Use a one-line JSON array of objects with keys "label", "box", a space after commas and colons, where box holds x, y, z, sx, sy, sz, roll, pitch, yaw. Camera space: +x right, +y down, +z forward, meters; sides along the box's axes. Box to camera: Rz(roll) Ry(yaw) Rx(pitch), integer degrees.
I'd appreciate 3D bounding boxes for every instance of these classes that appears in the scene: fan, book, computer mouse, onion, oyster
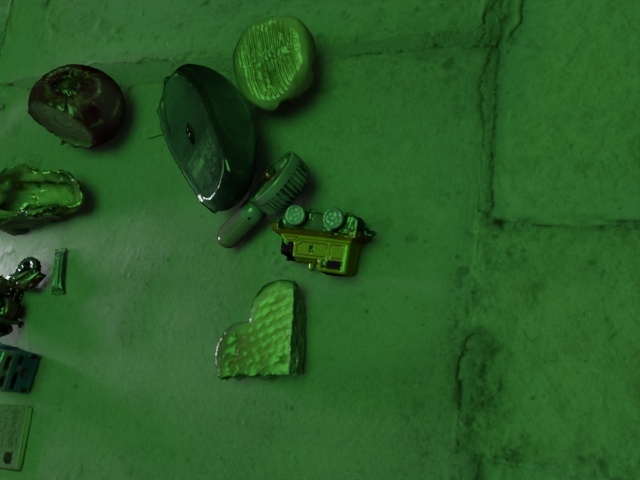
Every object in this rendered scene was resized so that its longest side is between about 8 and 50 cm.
[{"label": "fan", "box": [-0.121, -0.076, 1.271, 0.244, 0.074, 0.130, -43, 22, 17]}, {"label": "book", "box": [-0.738, 0.437, 1.425, 0.199, 0.016, 0.138, -2, 74, 22]}, {"label": "computer mouse", "box": [-0.229, -0.216, 1.336, 0.203, 0.114, 0.374, -51, 55, 35]}, {"label": "onion", "box": [-0.559, -0.324, 1.489, 0.207, 0.200, 0.200, 12, 80, 38]}, {"label": "oyster", "box": [-0.708, -0.090, 1.517, 0.341, 0.110, 0.166, -22, 73, 12]}]

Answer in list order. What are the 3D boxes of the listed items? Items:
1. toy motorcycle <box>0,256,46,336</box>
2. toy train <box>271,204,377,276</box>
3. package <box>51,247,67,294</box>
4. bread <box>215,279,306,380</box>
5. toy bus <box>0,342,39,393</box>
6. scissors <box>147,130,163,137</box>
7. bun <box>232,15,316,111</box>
[{"label": "toy motorcycle", "box": [-0.715, 0.139, 1.468, 0.212, 0.084, 0.118, -48, 55, -2]}, {"label": "toy train", "box": [0.000, 0.000, 1.209, 0.219, 0.089, 0.127, 7, 88, 23]}, {"label": "package", "box": [-0.609, 0.072, 1.477, 0.037, 0.015, 0.110, -10, 70, 20]}, {"label": "bread", "box": [-0.091, 0.190, 1.203, 0.172, 0.064, 0.232, 40, 94, 26]}, {"label": "toy bus", "box": [-0.794, 0.265, 1.425, 0.297, 0.131, 0.106, 10, 78, 15]}, {"label": "scissors", "box": [-0.367, -0.251, 1.477, 0.083, 0.006, 0.036, -16, 71, 18]}, {"label": "bun", "box": [-0.086, -0.361, 1.330, 0.178, 0.128, 0.193, -13, 82, 19]}]
